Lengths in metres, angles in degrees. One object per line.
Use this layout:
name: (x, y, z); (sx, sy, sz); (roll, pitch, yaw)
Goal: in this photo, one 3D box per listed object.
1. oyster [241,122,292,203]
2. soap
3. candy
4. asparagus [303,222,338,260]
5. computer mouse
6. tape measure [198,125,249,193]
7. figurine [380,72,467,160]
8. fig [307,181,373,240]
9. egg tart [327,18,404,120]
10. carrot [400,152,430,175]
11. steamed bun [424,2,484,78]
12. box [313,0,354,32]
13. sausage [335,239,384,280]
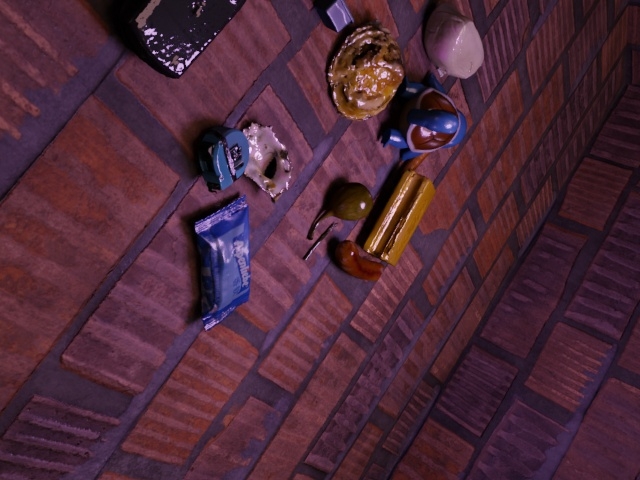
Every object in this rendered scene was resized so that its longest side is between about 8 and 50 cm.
oyster: (-0.139, -0.203, 1.496); (0.133, 0.072, 0.209); (-51, 125, -7)
soap: (0.276, -0.071, 2.051); (0.324, 0.096, 0.204); (-61, 160, 1)
candy: (-0.245, 0.061, 1.523); (0.187, 0.077, 0.331); (-34, 138, -45)
asparagus: (0.000, 0.000, 1.850); (0.163, 0.016, 0.016); (-50, 117, -19)
computer mouse: (-0.263, -0.452, 1.129); (0.269, 0.100, 0.170); (-51, 142, -9)
tape measure: (-0.222, -0.197, 1.372); (0.125, 0.081, 0.146); (-47, 141, -39)
figurine: (0.336, -0.393, 1.889); (0.416, 0.243, 0.298); (-19, 120, -71)
fig: (0.049, -0.086, 1.804); (0.236, 0.124, 0.124); (-34, 142, 0)
egg tart: (0.148, -0.463, 1.647); (0.297, 0.132, 0.297); (-26, 132, -33)
carrot: (0.324, -0.271, 2.069); (0.139, 0.048, 0.048); (-48, 143, -17)
steamed bun: (0.406, -0.607, 1.856); (0.152, 0.170, 0.238); (-44, 146, 7)
box: (0.031, -0.566, 1.467); (0.054, 0.074, 0.099); (-48, 144, -3)
sausage: (0.121, 0.075, 1.988); (0.103, 0.076, 0.302); (-28, 152, 18)
